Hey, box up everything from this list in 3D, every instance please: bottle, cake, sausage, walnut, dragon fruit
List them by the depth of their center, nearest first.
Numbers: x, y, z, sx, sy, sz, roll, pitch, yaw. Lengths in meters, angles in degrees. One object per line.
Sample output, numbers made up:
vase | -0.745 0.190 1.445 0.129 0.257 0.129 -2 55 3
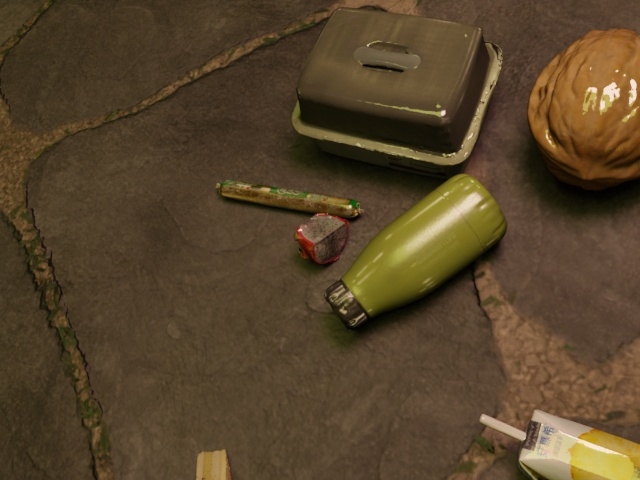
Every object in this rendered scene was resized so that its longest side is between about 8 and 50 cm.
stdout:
walnut | 0.373 -0.166 0.856 0.213 0.213 0.213 -7 64 15
cake | -0.144 0.336 0.880 0.052 0.065 0.121 -19 55 6
bottle | 0.125 0.023 0.900 0.260 0.112 0.112 -36 60 -1
dragon fruit | 0.000 0.000 0.986 0.056 0.060 0.083 25 49 33
sausage | -0.054 -0.067 1.047 0.268 0.033 0.033 11 70 23

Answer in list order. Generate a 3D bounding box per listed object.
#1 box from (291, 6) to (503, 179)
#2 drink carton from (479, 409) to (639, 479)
box | 0.113 -0.225 0.988 0.290 0.166 0.221 16 71 23
drink carton | 0.285 0.250 0.763 0.199 0.074 0.084 16 71 25
